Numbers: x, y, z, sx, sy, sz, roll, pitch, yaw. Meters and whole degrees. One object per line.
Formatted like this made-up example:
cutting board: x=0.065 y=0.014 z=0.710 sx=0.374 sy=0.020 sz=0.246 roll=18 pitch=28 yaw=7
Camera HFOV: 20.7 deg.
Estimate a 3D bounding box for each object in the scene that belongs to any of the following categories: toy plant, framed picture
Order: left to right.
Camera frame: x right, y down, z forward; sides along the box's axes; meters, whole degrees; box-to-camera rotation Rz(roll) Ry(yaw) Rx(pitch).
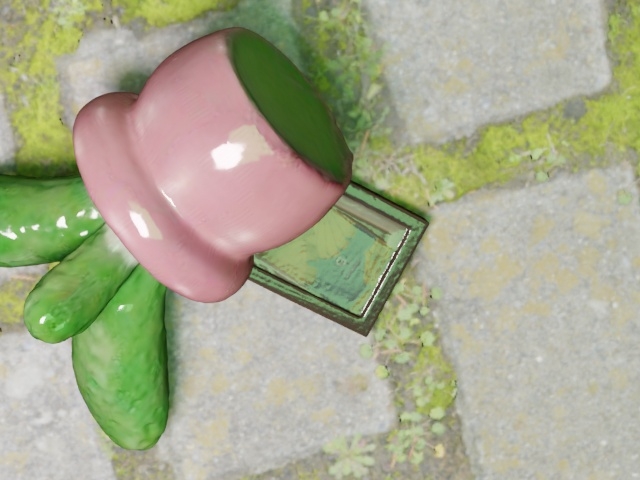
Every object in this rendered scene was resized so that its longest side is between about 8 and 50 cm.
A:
toy plant: x=-0.139 y=-0.005 z=1.546 sx=0.356 sy=0.210 sz=0.317 roll=-37 pitch=105 yaw=13
framed picture: x=0.000 y=0.000 z=1.659 sx=0.168 sy=0.023 sz=0.128 roll=27 pitch=98 yaw=-14
